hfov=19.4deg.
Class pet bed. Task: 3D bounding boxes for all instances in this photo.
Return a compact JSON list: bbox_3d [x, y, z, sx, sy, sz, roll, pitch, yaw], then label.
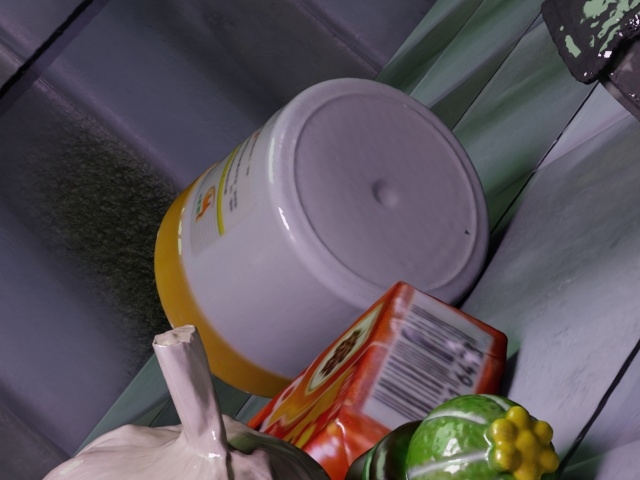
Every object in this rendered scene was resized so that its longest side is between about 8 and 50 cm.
[{"bbox_3d":[0.287,-0.198,1.422,0.211,0.159,0.183,-45,8,24],"label":"pet bed"}]

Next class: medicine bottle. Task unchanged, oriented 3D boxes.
[{"bbox_3d":[0.000,0.000,1.727,0.232,0.238,0.238,-37,13,49],"label":"medicine bottle"}]

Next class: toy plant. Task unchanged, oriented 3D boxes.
[{"bbox_3d":[0.080,0.144,1.111,0.093,0.093,0.162,-53,10,-36],"label":"toy plant"}]

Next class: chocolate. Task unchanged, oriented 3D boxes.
[{"bbox_3d":[0.011,0.165,1.344,0.235,0.108,0.237,-45,9,30],"label":"chocolate"}]

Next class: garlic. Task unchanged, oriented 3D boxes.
[{"bbox_3d":[-0.067,0.148,1.063,0.218,0.218,0.212,-67,-16,-68],"label":"garlic"}]
